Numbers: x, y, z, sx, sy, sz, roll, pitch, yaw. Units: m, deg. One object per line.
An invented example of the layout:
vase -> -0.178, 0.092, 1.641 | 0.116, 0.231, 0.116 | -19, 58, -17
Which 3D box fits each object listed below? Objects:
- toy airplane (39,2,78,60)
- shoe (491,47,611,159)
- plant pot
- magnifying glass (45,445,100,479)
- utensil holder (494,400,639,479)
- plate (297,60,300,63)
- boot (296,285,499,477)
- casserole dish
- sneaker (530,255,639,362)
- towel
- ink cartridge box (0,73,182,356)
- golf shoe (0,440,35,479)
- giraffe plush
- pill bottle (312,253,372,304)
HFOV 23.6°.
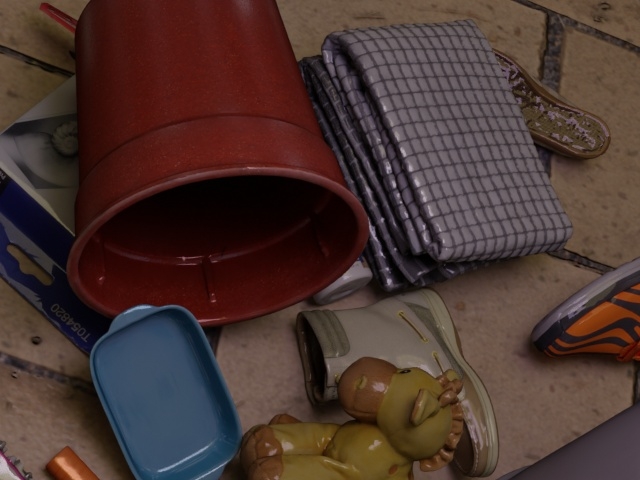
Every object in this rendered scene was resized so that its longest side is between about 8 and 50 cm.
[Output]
toy airplane -> -0.221, -0.212, 1.596 | 0.151, 0.028, 0.151 | 21, 37, -17
shoe -> 0.232, -0.156, 1.778 | 0.219, 0.058, 0.076 | 32, 87, -1
plant pot -> -0.115, -0.098, 1.425 | 0.272, 0.272, 0.265 | 1, 58, -23
magnifying glass -> -0.161, 0.279, 1.396 | 0.231, 0.026, 0.092 | 45, 56, 4
utensil holder -> 0.323, 0.303, 1.380 | 0.327, 0.385, 0.328 | 10, 61, -18
plate -> 0.006, -0.119, 1.673 | 0.188, 0.024, 0.188 | 10, 62, -19
boot -> 0.075, 0.152, 1.533 | 0.165, 0.077, 0.213 | -8, 61, -28
casserole dish -> -0.146, 0.145, 1.421 | 0.114, 0.037, 0.188 | -26, 105, -18
sneaker -> 0.387, 0.108, 1.664 | 0.321, 0.124, 0.180 | -17, 71, -30
towel -> 0.120, -0.090, 1.632 | 0.235, 0.121, 0.284 | -10, 71, -44
ink cartridge box -> -0.228, -0.034, 1.513 | 0.223, 0.045, 0.224 | 42, 56, 1
golf shoe -> -0.258, 0.301, 1.304 | 0.140, 0.115, 0.306 | -36, 76, -23
giraffe plush -> 0.051, 0.185, 1.412 | 0.210, 0.170, 0.181 | 26, 16, -16
pill bottle -> 0.000, 0.000, 1.583 | 0.067, 0.067, 0.120 | -18, 73, -30
